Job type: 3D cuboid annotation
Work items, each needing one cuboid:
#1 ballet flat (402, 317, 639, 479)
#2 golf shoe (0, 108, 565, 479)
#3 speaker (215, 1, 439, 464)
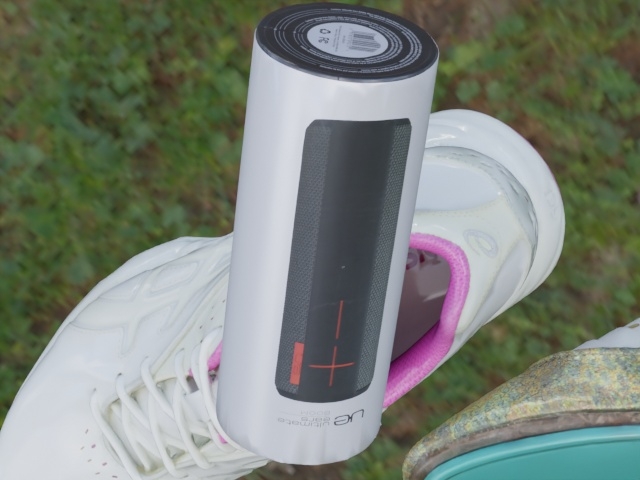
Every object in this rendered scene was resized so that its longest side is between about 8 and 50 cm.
[{"bbox_3d":[0.216,0.081,0.965,0.348,0.123,0.123,-5,63,8],"label":"ballet flat"},{"bbox_3d":[-0.039,0.050,0.839,0.306,0.140,0.115,-34,96,21],"label":"golf shoe"},{"bbox_3d":[0.000,0.000,0.586,0.055,0.136,0.055,6,30,-4],"label":"speaker"}]
